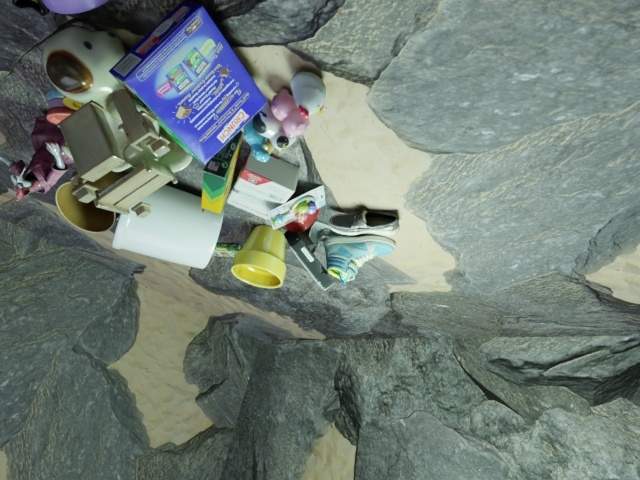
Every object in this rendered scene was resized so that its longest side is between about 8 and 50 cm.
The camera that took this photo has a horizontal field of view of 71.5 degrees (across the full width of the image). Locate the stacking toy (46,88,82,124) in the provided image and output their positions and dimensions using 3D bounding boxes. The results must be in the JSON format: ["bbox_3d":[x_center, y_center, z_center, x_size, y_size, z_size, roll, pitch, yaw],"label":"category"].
[{"bbox_3d":[-0.760,-0.474,1.518,0.308,0.131,0.279,-6,173,40],"label":"stacking toy"}]

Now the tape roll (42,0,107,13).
[{"bbox_3d":[-0.560,-0.609,1.008,0.188,0.189,0.080,9,154,10],"label":"tape roll"}]

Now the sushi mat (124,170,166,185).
[{"bbox_3d":[-0.749,-0.237,2.008,0.151,0.019,0.316,0,150,28],"label":"sushi mat"}]

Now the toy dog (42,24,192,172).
[{"bbox_3d":[-0.603,-0.414,1.279,0.394,0.285,0.408,-11,143,3],"label":"toy dog"}]

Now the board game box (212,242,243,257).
[{"bbox_3d":[-0.532,0.055,2.450,0.259,0.030,0.136,2,148,23],"label":"board game box"}]

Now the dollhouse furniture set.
[{"bbox_3d":[-0.527,-0.238,1.264,0.303,0.174,0.355,-30,167,8],"label":"dollhouse furniture set"}]

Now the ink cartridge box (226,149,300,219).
[{"bbox_3d":[-0.223,-0.208,1.693,0.196,0.114,0.273,23,151,-17],"label":"ink cartridge box"}]

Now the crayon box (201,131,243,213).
[{"bbox_3d":[-0.361,-0.237,1.615,0.081,0.202,0.318,19,154,-9],"label":"crayon box"}]

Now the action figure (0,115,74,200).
[{"bbox_3d":[-1.019,-0.287,1.650,0.247,0.371,0.276,9,151,8],"label":"action figure"}]

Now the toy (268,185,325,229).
[{"bbox_3d":[-0.080,-0.111,1.727,0.237,0.056,0.137,-24,153,-9],"label":"toy"}]

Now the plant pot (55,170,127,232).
[{"bbox_3d":[-0.901,-0.198,1.833,0.236,0.254,0.237,4,126,6],"label":"plant pot"}]

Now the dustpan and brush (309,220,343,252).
[{"bbox_3d":[0.000,0.000,2.042,0.147,0.060,0.211,21,153,-13],"label":"dustpan and brush"}]

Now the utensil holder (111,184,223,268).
[{"bbox_3d":[-0.651,-0.073,1.920,0.385,0.328,0.327,17,154,-22],"label":"utensil holder"}]

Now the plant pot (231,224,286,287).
[{"bbox_3d":[-0.270,0.069,2.111,0.253,0.239,0.254,12,153,6],"label":"plant pot"}]

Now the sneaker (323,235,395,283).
[{"bbox_3d":[0.171,0.091,1.945,0.318,0.208,0.127,-2,150,7],"label":"sneaker"}]

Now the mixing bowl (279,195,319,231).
[{"bbox_3d":[-0.101,-0.099,1.863,0.181,0.098,0.181,11,152,6],"label":"mixing bowl"}]

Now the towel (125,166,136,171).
[{"bbox_3d":[-0.793,-0.327,1.827,0.148,0.027,0.110,10,143,10],"label":"towel"}]

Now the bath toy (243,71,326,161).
[{"bbox_3d":[-0.101,-0.358,1.327,0.151,0.129,0.348,17,155,-31],"label":"bath toy"}]

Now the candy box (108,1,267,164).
[{"bbox_3d":[-0.337,-0.409,1.191,0.122,0.268,0.317,37,170,40],"label":"candy box"}]

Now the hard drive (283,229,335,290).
[{"bbox_3d":[-0.058,0.071,1.922,0.237,0.064,0.339,53,179,-15],"label":"hard drive"}]

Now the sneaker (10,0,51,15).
[{"bbox_3d":[-0.796,-0.657,1.156,0.188,0.078,0.067,27,151,-22],"label":"sneaker"}]

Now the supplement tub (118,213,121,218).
[{"bbox_3d":[-1.030,-0.178,2.067,0.272,0.191,0.191,-1,149,29],"label":"supplement tub"}]

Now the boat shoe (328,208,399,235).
[{"bbox_3d":[0.173,-0.080,1.769,0.284,0.103,0.092,5,147,10],"label":"boat shoe"}]
